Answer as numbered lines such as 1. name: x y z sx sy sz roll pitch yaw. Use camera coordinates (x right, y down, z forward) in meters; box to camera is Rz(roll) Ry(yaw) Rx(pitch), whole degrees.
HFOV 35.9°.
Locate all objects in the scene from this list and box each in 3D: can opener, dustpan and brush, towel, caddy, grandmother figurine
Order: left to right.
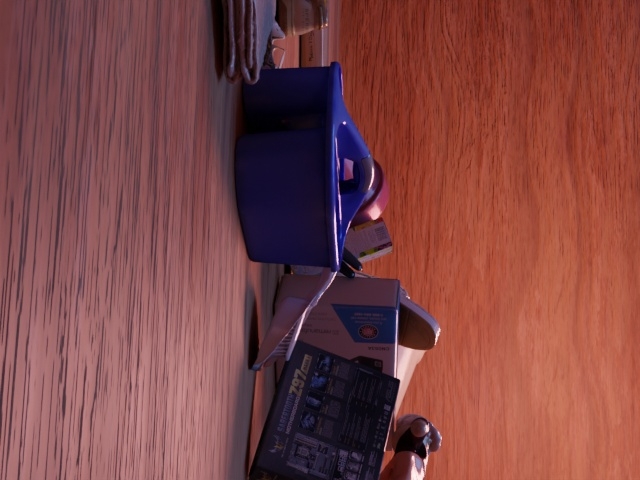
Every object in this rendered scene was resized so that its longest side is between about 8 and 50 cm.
1. towel: -0.088 -0.319 1.195 0.282 0.049 0.187 -84 176 -61
2. dustpan and brush: -0.033 0.111 1.508 0.147 0.060 0.211 77 36 -81
3. caddy: -0.013 -0.099 1.401 0.341 0.179 0.241 84 7 -61
4. can opener: 0.000 0.000 1.806 0.073 0.186 0.059 -49 175 -43
5. grandmother figurine: 0.144 0.393 1.689 0.342 0.104 0.208 -52 165 -71

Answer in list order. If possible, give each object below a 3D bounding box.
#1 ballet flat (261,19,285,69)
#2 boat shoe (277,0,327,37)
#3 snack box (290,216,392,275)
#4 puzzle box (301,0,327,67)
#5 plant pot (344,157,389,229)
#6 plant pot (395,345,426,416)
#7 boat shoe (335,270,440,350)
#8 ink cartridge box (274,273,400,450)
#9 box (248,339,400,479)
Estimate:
1. ballet flat: -0.072 -0.296 1.487 0.041 0.041 0.114 21 70 -86
2. boat shoe: -0.024 -0.446 1.795 0.285 0.089 0.105 -85 174 -51
3. snack box: 0.041 0.024 2.011 0.174 0.207 0.070 64 4 -84
4. puzzle box: -0.012 -0.460 2.302 0.272 0.052 0.409 -53 143 -83
5. plant pot: 0.027 -0.139 2.083 0.180 0.201 0.201 63 23 -46
6. plant pot: 0.095 0.331 2.452 0.334 0.333 0.305 86 16 -53
7. boat shoe: 0.133 0.120 1.929 0.096 0.277 0.098 -24 131 -42
8. ink cartridge box: 0.032 0.229 1.840 0.129 0.223 0.307 -78 169 -65
9. box: 0.010 0.286 1.509 0.059 0.183 0.233 118 -8 -50
